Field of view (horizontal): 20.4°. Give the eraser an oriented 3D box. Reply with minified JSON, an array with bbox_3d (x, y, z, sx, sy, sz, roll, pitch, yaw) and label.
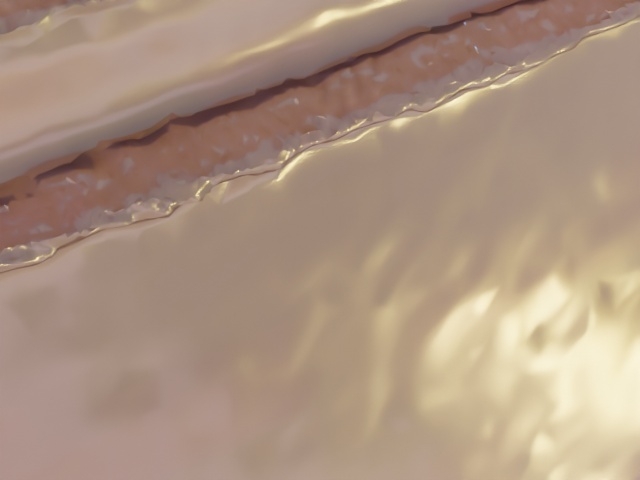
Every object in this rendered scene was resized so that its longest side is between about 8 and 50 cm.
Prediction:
[{"bbox_3d":[0.000,0.000,0.576,0.359,0.272,0.122,-21,-150,-28],"label":"eraser"}]
